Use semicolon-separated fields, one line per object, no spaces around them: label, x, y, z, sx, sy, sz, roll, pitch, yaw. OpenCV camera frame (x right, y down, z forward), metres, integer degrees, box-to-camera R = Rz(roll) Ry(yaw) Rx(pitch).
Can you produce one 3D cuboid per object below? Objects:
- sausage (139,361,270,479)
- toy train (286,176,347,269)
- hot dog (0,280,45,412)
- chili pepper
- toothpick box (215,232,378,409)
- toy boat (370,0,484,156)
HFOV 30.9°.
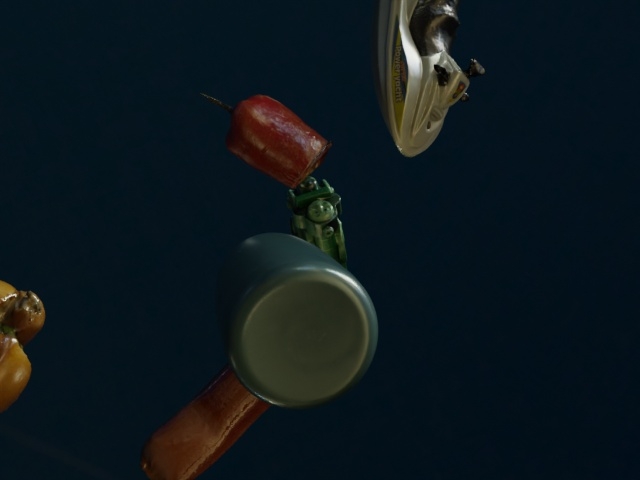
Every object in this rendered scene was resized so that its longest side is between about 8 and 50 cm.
sausage;-0.126;0.225;1.611;0.300;0.083;0.089;-44;-94;-9
toy train;0.000;0.000;1.544;0.071;0.104;0.178;-17;-47;-8
hot dog;-0.345;0.125;1.039;0.100;0.135;0.337;13;-31;-43
chili pepper;-0.076;-0.137;1.447;0.084;0.192;0.086;-61;-18;15
toothpick box;-0.029;0.056;0.960;0.120;0.184;0.120;-2;-77;-11
toy boat;0.134;-0.243;1.470;0.140;0.269;0.141;-6;-23;-3
